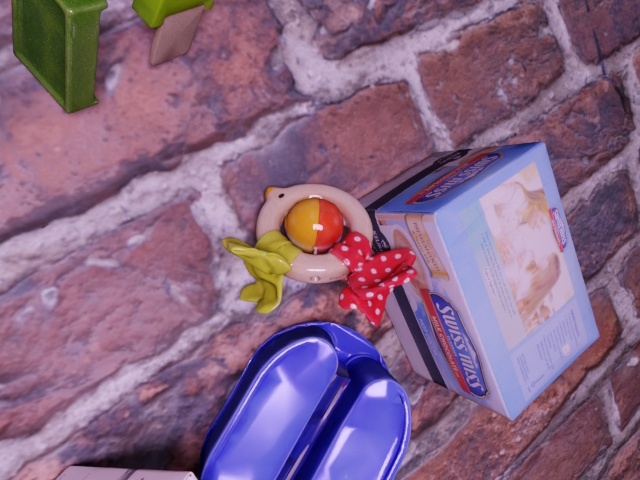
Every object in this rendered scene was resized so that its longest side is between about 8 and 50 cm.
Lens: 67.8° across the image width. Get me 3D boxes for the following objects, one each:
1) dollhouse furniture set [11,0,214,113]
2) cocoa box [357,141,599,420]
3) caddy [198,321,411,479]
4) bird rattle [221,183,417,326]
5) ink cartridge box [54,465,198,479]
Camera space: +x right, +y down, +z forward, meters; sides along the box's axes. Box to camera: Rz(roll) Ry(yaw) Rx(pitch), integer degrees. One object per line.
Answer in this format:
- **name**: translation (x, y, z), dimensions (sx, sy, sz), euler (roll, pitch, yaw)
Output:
- **dollhouse furniture set**: translation (-0.296, -0.335, 0.542), dimensions (0.301, 0.151, 0.198), euler (49, 54, -1)
- **cocoa box**: translation (0.241, 0.051, 0.761), dimensions (0.232, 0.228, 0.346), euler (-31, 108, -22)
- **caddy**: translation (-0.025, 0.282, 0.679), dimensions (0.242, 0.179, 0.341), euler (32, 80, -3)
- **bird rattle**: translation (0.000, 0.000, 0.650), dimensions (0.254, 0.143, 0.206), euler (-3, 55, 3)
- **ink cartridge box**: translation (-0.213, 0.359, 0.545), dimensions (0.171, 0.238, 0.100), euler (65, 33, -17)
